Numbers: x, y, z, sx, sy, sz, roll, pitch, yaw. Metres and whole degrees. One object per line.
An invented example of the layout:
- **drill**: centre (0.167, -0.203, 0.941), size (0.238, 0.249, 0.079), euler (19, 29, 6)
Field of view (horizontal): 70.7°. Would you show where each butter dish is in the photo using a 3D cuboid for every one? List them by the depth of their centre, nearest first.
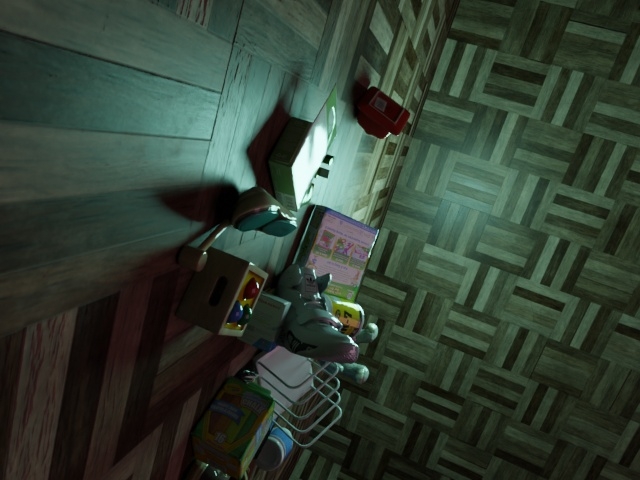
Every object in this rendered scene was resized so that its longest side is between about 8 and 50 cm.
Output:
- **butter dish**: centre (0.178, -0.380, 1.420), size (0.118, 0.160, 0.160), euler (-49, -172, 49)

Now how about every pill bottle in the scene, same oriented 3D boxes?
- **pill bottle**: centre (0.021, 0.222, 1.338), size (0.208, 0.119, 0.119), euler (20, 90, -41)
- **pill bottle**: centre (-0.180, 0.822, 1.804), size (0.221, 0.124, 0.124), euler (37, 74, -76)

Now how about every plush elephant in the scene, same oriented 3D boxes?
- **plush elephant**: centre (0.046, 0.375, 1.812), size (0.272, 0.330, 0.255), euler (-61, 142, -39)

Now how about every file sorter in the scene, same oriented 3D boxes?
- **file sorter**: centre (-0.055, 0.432, 1.333), size (0.193, 0.173, 0.277), euler (-31, 130, -35)

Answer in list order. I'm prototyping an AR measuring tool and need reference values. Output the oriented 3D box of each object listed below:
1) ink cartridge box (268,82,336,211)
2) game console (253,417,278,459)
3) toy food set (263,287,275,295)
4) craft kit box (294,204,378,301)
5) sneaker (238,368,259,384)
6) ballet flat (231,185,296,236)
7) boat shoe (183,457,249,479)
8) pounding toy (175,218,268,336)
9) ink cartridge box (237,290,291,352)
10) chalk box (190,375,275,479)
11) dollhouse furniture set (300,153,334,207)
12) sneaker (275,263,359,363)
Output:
- **ink cartridge box**: centre (-0.031, -0.201, 0.965), size (0.171, 0.056, 0.235), euler (86, 24, -63)
- **game console**: centre (-0.146, 0.539, 1.606), size (0.386, 0.060, 0.342), euler (-56, 158, -44)
- **toy food set**: centre (-0.141, 0.159, 1.147), size (0.083, 0.020, 0.082), euler (-47, 155, -59)
- **craft kit box**: centre (0.046, 0.045, 1.377), size (0.250, 0.061, 0.246), euler (22, 85, -42)
- **sneaker**: centre (-0.196, 0.372, 1.213), size (0.043, 0.040, 0.109), euler (-58, 162, -10)
- **ballet flat**: centre (-0.110, -0.055, 0.824), size (0.248, 0.086, 0.086), euler (31, 80, -78)
- **boat shoe**: centre (-0.253, 0.636, 1.194), size (0.342, 0.123, 0.123), euler (86, 28, -62)
- **pounding toy**: centre (-0.156, 0.061, 0.756), size (0.206, 0.094, 0.181), euler (61, 51, -75)
- **ink cartridge box**: centre (-0.133, 0.189, 1.071), size (0.052, 0.089, 0.122), euler (2, 108, -76)
- **chalk box**: centre (-0.196, 0.433, 1.095), size (0.213, 0.132, 0.132), euler (-57, 163, -45)
- **dollhouse furniture set**: centre (-0.012, -0.144, 1.124), size (0.076, 0.059, 0.151), euler (-45, 153, -61)
- **sneaker**: centre (-0.024, 0.173, 1.124), size (0.366, 0.137, 0.210), euler (2, -104, 57)
